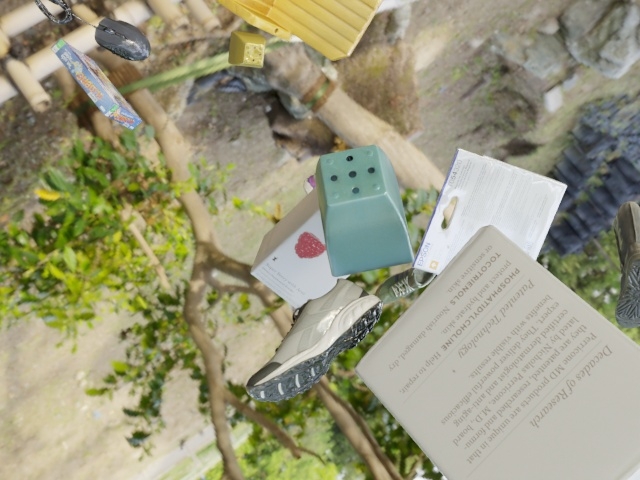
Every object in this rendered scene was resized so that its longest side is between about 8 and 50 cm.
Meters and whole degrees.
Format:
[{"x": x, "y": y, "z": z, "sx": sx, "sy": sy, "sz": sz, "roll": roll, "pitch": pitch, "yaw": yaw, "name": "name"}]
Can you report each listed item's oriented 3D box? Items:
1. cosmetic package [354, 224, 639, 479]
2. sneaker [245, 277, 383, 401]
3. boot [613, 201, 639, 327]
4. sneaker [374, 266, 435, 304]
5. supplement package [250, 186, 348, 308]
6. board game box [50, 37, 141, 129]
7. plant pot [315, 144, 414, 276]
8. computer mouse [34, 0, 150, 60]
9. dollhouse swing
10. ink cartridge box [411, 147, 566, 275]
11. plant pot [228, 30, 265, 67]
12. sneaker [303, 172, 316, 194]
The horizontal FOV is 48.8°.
[{"x": 0.342, "y": 0.252, "z": 1.125, "sx": 0.327, "sy": 0.393, "sz": 0.329, "roll": -49, "pitch": 144, "yaw": 6, "name": "cosmetic package"}, {"x": -0.020, "y": 0.167, "z": 1.184, "sx": 0.271, "sy": 0.108, "sz": 0.100, "roll": -38, "pitch": 151, "yaw": -23, "name": "sneaker"}, {"x": 0.625, "y": 0.047, "z": 1.429, "sx": 0.208, "sy": 0.076, "sz": 0.189, "roll": -76, "pitch": 171, "yaw": -60, "name": "boot"}, {"x": 0.240, "y": 0.114, "z": 1.947, "sx": 0.192, "sy": 0.064, "sz": 0.086, "roll": -30, "pitch": -178, "yaw": -11, "name": "sneaker"}, {"x": 0.000, "y": 0.000, "z": 1.701, "sx": 0.293, "sy": 0.177, "sz": 0.175, "roll": -43, "pitch": -163, "yaw": 28, "name": "supplement package"}, {"x": -0.492, "y": -0.343, "z": 1.559, "sx": 0.035, "sy": 0.201, "sz": 0.136, "roll": -41, "pitch": 168, "yaw": 4, "name": "board game box"}, {"x": 0.073, "y": -0.063, "z": 1.310, "sx": 0.165, "sy": 0.165, "sz": 0.234, "roll": -11, "pitch": 154, "yaw": 5, "name": "plant pot"}, {"x": -0.445, "y": -0.426, "z": 1.380, "sx": 0.041, "sy": 0.242, "sz": 0.071, "roll": 2, "pitch": -111, "yaw": 67, "name": "computer mouse"}, {"x": -0.038, "y": -0.723, "z": 1.998, "sx": 0.315, "sy": 0.305, "sz": 0.347, "roll": 3, "pitch": 125, "yaw": -57, "name": "dollhouse swing"}, {"x": 0.423, "y": -0.044, "z": 1.808, "sx": 0.071, "sy": 0.330, "sz": 0.324, "roll": -125, "pitch": -126, "yaw": -70, "name": "ink cartridge box"}, {"x": -0.174, "y": -0.463, "z": 1.732, "sx": 0.081, "sy": 0.083, "sz": 0.081, "roll": 0, "pitch": 113, "yaw": -23, "name": "plant pot"}, {"x": 0.074, "y": -0.130, "z": 1.920, "sx": 0.104, "sy": 0.236, "sz": 0.095, "roll": -56, "pitch": -172, "yaw": 32, "name": "sneaker"}]
